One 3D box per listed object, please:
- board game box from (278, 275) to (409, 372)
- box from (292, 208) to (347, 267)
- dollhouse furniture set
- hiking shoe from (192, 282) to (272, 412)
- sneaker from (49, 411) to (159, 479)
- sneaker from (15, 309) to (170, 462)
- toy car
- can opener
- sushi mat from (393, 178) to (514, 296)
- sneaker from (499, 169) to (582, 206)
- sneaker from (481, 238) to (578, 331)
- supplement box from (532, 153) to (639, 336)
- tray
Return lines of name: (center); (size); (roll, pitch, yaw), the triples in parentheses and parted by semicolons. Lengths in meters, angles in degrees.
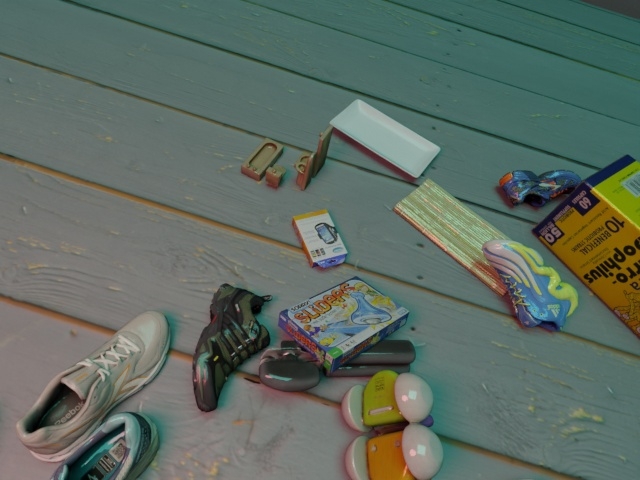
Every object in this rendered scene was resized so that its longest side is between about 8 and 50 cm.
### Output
board game box: (0.045, 0.140, 0.771); (0.201, 0.035, 0.136); (-20, 41, -41)
box: (0.000, 0.000, 0.918); (0.081, 0.028, 0.136); (-14, 63, -20)
dollhouse furniture set: (-0.078, -0.206, 0.978); (0.151, 0.123, 0.144); (27, 56, 7)
hiking shoe: (-0.145, 0.178, 0.733); (0.114, 0.086, 0.226); (9, 55, -2)
sneaker: (-0.337, 0.346, 0.560); (0.110, 0.122, 0.283); (27, 56, 7)
sneaker: (-0.331, 0.206, 0.655); (0.099, 0.121, 0.262); (30, 56, 7)
toy car: (0.127, 0.304, 0.688); (0.136, 0.159, 0.181); (26, 46, -37)
can opener: (0.031, 0.220, 0.748); (0.281, 0.074, 0.093); (0, 41, -14)
sushi mat: (0.335, -0.017, 1.003); (0.316, 0.019, 0.151); (41, 58, 16)
sneaker: (0.566, -0.125, 1.097); (0.222, 0.083, 0.087); (-3, 71, -7)
sneaker: (0.427, 0.100, 0.885); (0.240, 0.091, 0.126); (33, 62, -5)
supplement box: (0.705, 0.019, 0.949); (0.195, 0.194, 0.356); (-26, 65, -26)
tray: (0.167, -0.265, 1.126); (0.270, 0.030, 0.145); (35, 58, 12)
